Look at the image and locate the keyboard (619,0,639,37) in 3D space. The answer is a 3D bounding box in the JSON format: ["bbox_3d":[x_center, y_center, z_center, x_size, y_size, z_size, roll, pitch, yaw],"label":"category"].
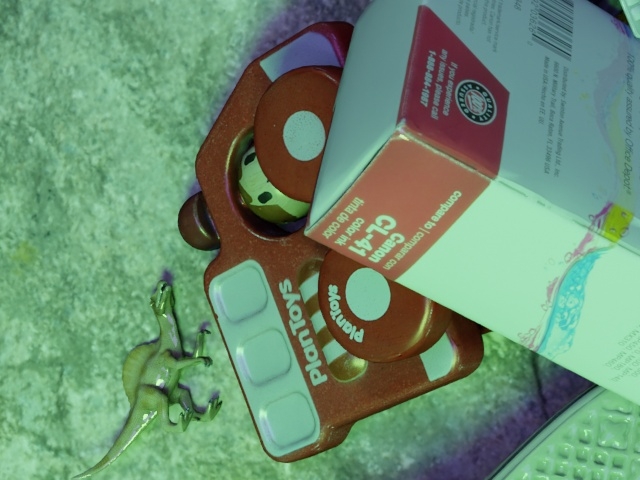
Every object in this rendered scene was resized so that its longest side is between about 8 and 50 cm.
[{"bbox_3d":[0.306,-0.225,1.103,0.256,0.014,0.072,-28,105,-21],"label":"keyboard"}]

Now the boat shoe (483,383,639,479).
[{"bbox_3d":[0.194,0.225,1.145,0.500,0.156,0.187,-32,78,-2],"label":"boat shoe"}]

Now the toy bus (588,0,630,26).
[{"bbox_3d":[0.112,-0.227,1.145,0.211,0.149,0.220,-21,117,21],"label":"toy bus"}]

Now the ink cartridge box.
[{"bbox_3d":[0.163,-0.045,1.046,0.306,0.226,0.131,29,134,-16],"label":"ink cartridge box"}]

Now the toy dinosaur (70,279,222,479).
[{"bbox_3d":[-0.135,0.129,1.300,0.092,0.053,0.183,19,87,31],"label":"toy dinosaur"}]

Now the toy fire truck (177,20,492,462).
[{"bbox_3d":[0.000,0.000,1.207,0.254,0.169,0.302,-28,81,33],"label":"toy fire truck"}]
